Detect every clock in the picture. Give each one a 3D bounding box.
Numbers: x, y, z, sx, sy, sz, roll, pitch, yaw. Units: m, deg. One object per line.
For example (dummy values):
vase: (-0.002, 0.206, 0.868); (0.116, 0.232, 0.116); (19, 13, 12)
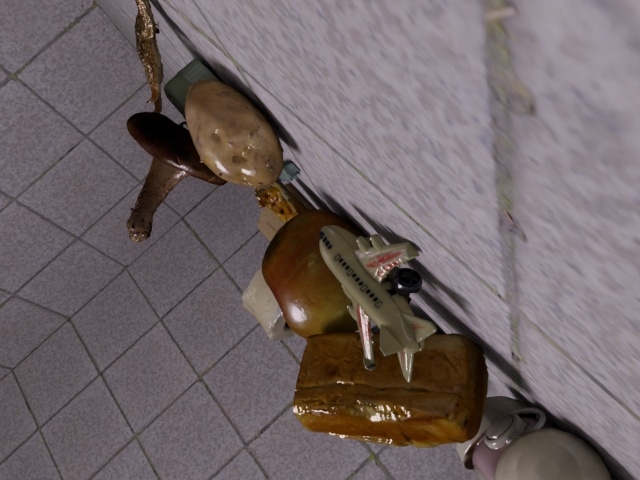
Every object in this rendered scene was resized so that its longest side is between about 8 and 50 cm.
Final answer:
clock: (0.352, 0.397, 0.851); (0.325, 0.184, 0.342); (52, 172, 1)

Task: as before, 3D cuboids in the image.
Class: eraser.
eraser: (-0.012, 0.023, 1.446); (0.343, 0.078, 0.144); (47, 141, 15)

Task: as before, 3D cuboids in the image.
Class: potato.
potato: (-0.150, -0.174, 0.937); (0.234, 0.128, 0.161); (52, 176, 12)

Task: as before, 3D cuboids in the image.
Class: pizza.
pizza: (0.000, 0.000, 1.259); (0.365, 0.074, 0.182); (41, -173, -17)

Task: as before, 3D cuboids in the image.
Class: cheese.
cheese: (-0.048, 0.132, 1.660); (0.153, 0.292, 0.332); (48, -153, 24)

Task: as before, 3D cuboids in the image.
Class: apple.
apple: (0.006, 0.066, 1.058); (0.237, 0.207, 0.237); (48, 178, 2)

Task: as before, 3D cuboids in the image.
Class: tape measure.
tape measure: (-0.198, -0.223, 1.131); (0.235, 0.115, 0.207); (48, 175, -15)

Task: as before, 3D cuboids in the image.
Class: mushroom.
mushroom: (-0.298, -0.106, 1.040); (0.227, 0.217, 0.148); (38, -174, 34)

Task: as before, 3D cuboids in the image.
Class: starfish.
starfish: (-0.297, -0.335, 1.010); (0.138, 0.050, 0.247); (-124, 24, -61)

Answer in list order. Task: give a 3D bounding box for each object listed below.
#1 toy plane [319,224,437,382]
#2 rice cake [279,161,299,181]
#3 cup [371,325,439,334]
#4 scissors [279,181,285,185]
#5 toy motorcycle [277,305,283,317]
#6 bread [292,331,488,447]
toy plane: (0.074, 0.065, 0.820); (0.241, 0.104, 0.256); (103, 153, -43)
rice cake: (-0.068, -0.136, 1.176); (0.042, 0.030, 0.180); (53, 176, -11)
cup: (0.183, 0.303, 1.306); (0.253, 0.253, 0.371); (47, 174, 12)
scissors: (-0.159, -0.200, 1.691); (0.317, 0.024, 0.160); (46, 177, 21)
toy motorcycle: (-0.035, 0.114, 1.337); (0.110, 0.171, 0.260); (25, -159, -51)
bread: (0.107, 0.225, 0.912); (0.295, 0.166, 0.132); (-4, 133, 27)
